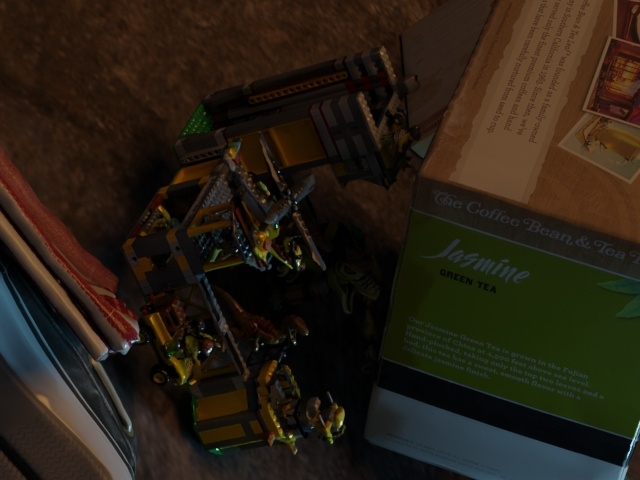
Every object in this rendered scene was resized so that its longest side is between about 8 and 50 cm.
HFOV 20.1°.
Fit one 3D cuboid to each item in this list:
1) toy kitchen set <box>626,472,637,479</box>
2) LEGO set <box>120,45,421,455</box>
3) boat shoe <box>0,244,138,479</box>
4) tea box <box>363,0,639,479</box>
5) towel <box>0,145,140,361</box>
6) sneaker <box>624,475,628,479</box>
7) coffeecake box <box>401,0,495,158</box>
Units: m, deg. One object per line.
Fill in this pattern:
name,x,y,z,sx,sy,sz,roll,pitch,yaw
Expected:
toy kitchen set,0.302,0.202,1.791,0.207,0.122,0.166,35,36,-36
LEGO set,0.000,0.000,1.390,0.331,0.192,0.255,-54,127,-62
boat shoe,-0.233,0.052,1.139,0.335,0.121,0.119,58,11,-15
tea box,0.202,-0.013,1.479,0.220,0.323,0.329,18,45,8
towel,-0.203,-0.037,1.148,0.237,0.037,0.329,52,-5,-9
sneaker,0.241,0.300,1.583,0.125,0.140,0.340,21,46,-50
coffeecake box,0.164,-0.180,1.929,0.068,0.142,0.185,37,35,-34
